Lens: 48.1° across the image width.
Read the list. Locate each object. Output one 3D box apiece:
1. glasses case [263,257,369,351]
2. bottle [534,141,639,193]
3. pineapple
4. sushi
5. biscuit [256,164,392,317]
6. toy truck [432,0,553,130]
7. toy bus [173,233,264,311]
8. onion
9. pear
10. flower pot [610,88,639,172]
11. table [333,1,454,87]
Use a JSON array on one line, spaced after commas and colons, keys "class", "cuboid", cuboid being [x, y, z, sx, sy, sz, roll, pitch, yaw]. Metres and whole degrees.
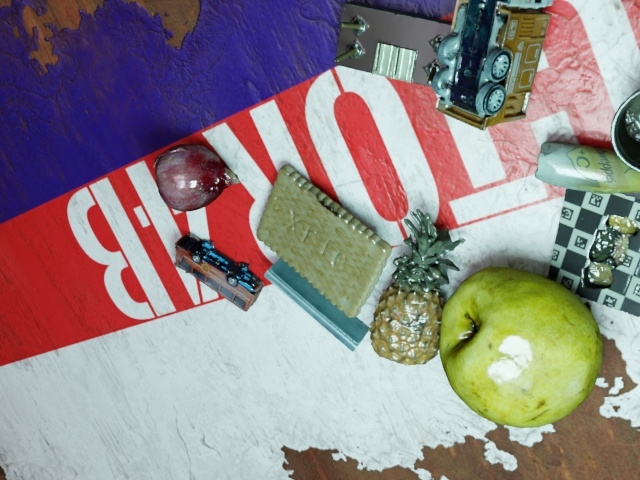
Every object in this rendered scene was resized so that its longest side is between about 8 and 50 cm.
[{"class": "glasses case", "cuboid": [-0.006, 0.142, 1.655, 0.266, 0.105, 0.056, 40, 97, 4]}, {"class": "bottle", "cuboid": [0.527, -0.122, 1.288, 0.269, 0.083, 0.083, 11, 116, 17]}, {"class": "pineapple", "cuboid": [0.200, 0.091, 1.503, 0.169, 0.169, 0.341, 14, 110, 19]}, {"class": "sushi", "cuboid": [0.544, 0.011, 1.356, 0.192, 0.050, 0.215, 22, 112, 37]}, {"class": "biscuit", "cuboid": [0.000, 0.000, 1.572, 0.325, 0.044, 0.217, 39, 127, 23]}, {"class": "toy truck", "cuboid": [0.311, -0.357, 1.236, 0.136, 0.162, 0.305, 36, 128, 44]}, {"class": "toy bus", "cuboid": [-0.251, 0.076, 1.746, 0.234, 0.073, 0.096, 31, 128, 9]}, {"class": "onion", "cuboid": [-0.273, -0.142, 1.618, 0.194, 0.159, 0.160, -1, 112, 12]}, {"class": "pear", "cuboid": [0.388, 0.202, 1.376, 0.303, 0.304, 0.304, 10, 116, 21]}, {"class": "flower pot", "cuboid": [0.576, -0.199, 1.217, 0.157, 0.107, 0.158, 9, 117, 18]}, {"class": "table", "cuboid": [0.139, -0.360, 1.346, 0.240, 0.111, 0.122, 17, 119, 18]}]
